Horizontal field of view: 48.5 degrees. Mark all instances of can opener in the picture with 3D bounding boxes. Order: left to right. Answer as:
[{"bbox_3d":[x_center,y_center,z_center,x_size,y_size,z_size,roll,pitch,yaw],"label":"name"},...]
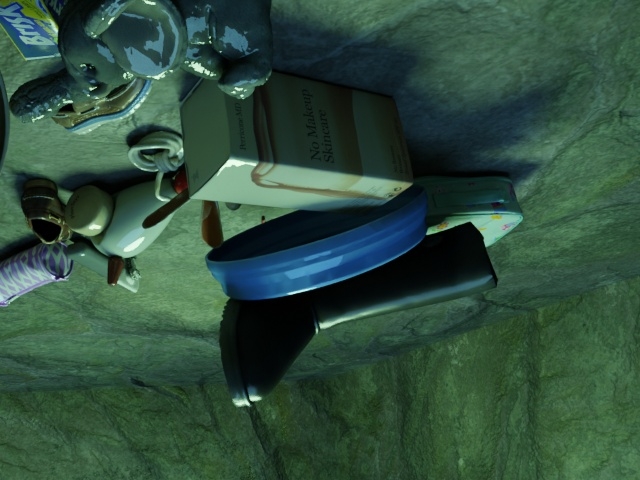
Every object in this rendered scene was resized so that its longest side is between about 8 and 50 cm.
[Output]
[{"bbox_3d":[-0.441,0.045,1.441,0.093,0.074,0.280,-10,161,5],"label":"can opener"}]

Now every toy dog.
[{"bbox_3d":[-0.267,-0.028,1.174,0.220,0.160,0.334,9,154,-44],"label":"toy dog"}]

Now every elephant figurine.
[{"bbox_3d":[-0.173,-0.208,0.683,0.240,0.185,0.169,-5,-171,-25],"label":"elephant figurine"}]

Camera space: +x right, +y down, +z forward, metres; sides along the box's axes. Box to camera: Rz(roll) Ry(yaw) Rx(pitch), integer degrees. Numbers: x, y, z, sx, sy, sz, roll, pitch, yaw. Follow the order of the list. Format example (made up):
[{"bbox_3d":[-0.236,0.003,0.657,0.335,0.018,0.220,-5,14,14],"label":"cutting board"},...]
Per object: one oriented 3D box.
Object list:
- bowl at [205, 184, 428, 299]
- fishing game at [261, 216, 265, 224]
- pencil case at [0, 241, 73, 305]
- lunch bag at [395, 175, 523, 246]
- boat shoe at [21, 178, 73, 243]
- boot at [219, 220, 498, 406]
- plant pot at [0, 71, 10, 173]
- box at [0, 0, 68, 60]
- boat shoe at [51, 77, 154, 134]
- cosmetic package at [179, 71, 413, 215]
[{"bbox_3d":[0.000,0.000,1.223,0.391,0.077,0.391,-17,-169,3],"label":"bowl"},{"bbox_3d":[0.003,-0.021,1.509,0.264,0.041,0.189,-6,158,-8],"label":"fishing game"},{"bbox_3d":[-0.583,0.065,1.416,0.206,0.088,0.086,-22,156,31],"label":"pencil case"},{"bbox_3d":[0.254,-0.048,1.433,0.279,0.107,0.224,-5,155,-20],"label":"lunch bag"},{"bbox_3d":[-0.467,-0.031,1.214,0.073,0.073,0.207,-7,162,-8],"label":"boat shoe"},{"bbox_3d":[0.077,0.108,1.195,0.445,0.146,0.367,-10,-156,8],"label":"boot"},{"bbox_3d":[-0.453,-0.131,0.701,0.284,0.284,0.191,-2,-166,-19],"label":"plant pot"},{"bbox_3d":[-0.291,-0.246,0.687,0.054,0.059,0.169,-6,161,-1],"label":"box"},{"bbox_3d":[-0.277,-0.181,0.872,0.183,0.066,0.066,-23,156,35],"label":"boat shoe"},{"bbox_3d":[-0.031,-0.134,0.995,0.296,0.153,0.129,2,158,-34],"label":"cosmetic package"}]
